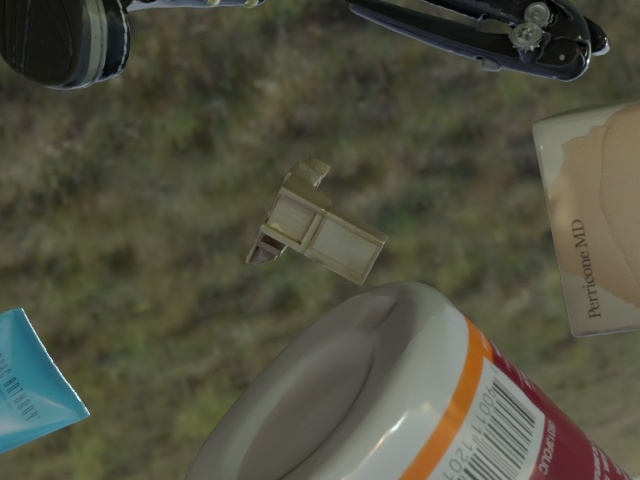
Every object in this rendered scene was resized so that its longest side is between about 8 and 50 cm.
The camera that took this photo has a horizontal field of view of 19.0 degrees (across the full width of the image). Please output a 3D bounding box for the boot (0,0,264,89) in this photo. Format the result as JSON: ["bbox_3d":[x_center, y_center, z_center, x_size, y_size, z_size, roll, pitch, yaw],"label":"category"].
[{"bbox_3d":[-0.100,-0.151,1.061,0.178,0.085,0.236,-4,-154,-27],"label":"boot"}]

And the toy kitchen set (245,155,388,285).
[{"bbox_3d":[0.000,0.000,1.223,0.068,0.075,0.083,-63,177,20],"label":"toy kitchen set"}]

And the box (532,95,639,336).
[{"bbox_3d":[0.300,-0.036,1.153,0.311,0.148,0.121,-11,-177,28],"label":"box"}]

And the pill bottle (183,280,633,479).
[{"bbox_3d":[0.119,0.229,1.165,0.224,0.392,0.224,-41,-163,15],"label":"pill bottle"}]

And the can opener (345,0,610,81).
[{"bbox_3d":[0.100,-0.146,1.284,0.186,0.059,0.073,15,170,21],"label":"can opener"}]

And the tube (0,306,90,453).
[{"bbox_3d":[-0.214,0.097,0.870,0.207,0.052,0.080,-24,139,-1],"label":"tube"}]
